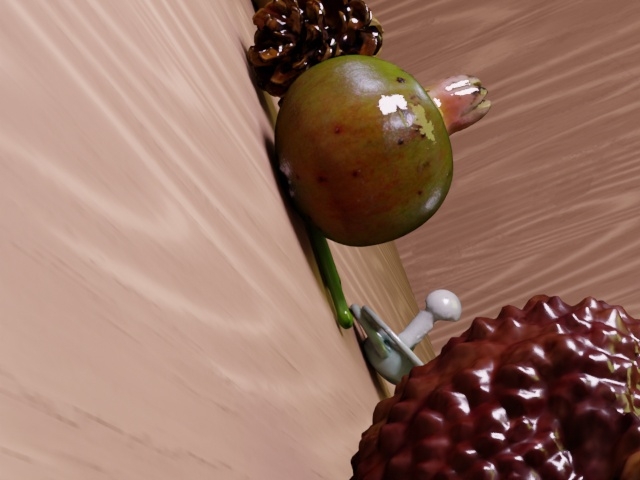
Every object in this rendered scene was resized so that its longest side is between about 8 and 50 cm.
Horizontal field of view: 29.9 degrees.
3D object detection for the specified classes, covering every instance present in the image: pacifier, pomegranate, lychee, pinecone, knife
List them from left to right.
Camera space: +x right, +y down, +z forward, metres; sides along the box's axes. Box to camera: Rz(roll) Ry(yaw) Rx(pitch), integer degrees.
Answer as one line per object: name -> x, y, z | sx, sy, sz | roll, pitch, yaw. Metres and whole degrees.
pinecone -> -0.007, -0.192, 1.189 | 0.121, 0.140, 0.140 | 9, 59, -66
knife -> -0.001, 0.000, 1.170 | 0.054, 0.015, 0.212 | 75, -2, -57
pomegranate -> 0.061, -0.091, 1.100 | 0.180, 0.209, 0.180 | 157, -90, -80
pacifier -> 0.096, 0.094, 1.270 | 0.127, 0.116, 0.150 | 43, -2, 26
lychee -> 0.138, 0.168, 0.599 | 0.304, 0.275, 0.276 | 99, -23, -56

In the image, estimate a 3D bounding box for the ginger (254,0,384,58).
ginger -> -0.019, -0.296, 1.530 | 0.219, 0.123, 0.270 | 95, -27, -56
